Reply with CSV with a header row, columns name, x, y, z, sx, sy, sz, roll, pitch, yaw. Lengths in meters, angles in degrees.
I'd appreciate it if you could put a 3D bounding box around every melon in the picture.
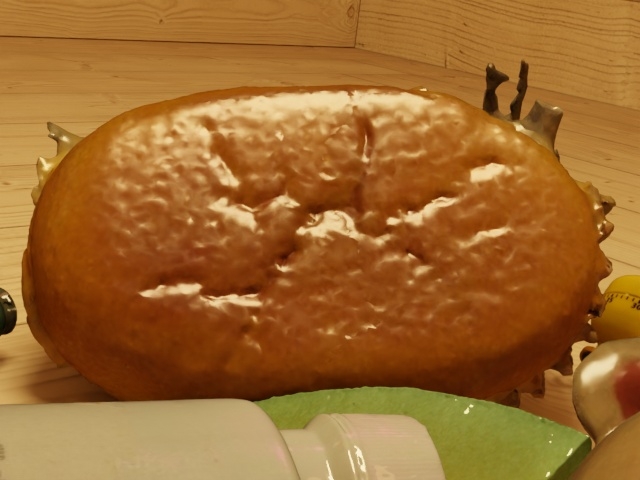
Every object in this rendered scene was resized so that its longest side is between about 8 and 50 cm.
name,x,y,z,sx,sy,sz,roll,pitch,yaw
melon,0.014,0.133,0.610,0.261,0.053,0.114,3,48,28

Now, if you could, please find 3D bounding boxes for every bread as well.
name,x,y,z,sx,sy,sz,roll,pitch,yaw
bread,0.003,0.013,0.747,0.388,0.236,0.183,-6,-5,2

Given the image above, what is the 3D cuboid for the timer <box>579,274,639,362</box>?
name,x,y,z,sx,sy,sz,roll,pitch,yaw
timer,0.267,0.065,0.857,0.107,0.109,0.107,35,-15,11

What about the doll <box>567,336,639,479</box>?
name,x,y,z,sx,sy,sz,roll,pitch,yaw
doll,0.243,0.151,0.415,0.329,0.174,0.235,12,56,0

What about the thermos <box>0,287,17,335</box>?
name,x,y,z,sx,sy,sz,roll,pitch,yaw
thermos,-0.266,0.065,0.698,0.083,0.073,0.187,14,16,28

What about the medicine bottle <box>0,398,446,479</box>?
name,x,y,z,sx,sy,sz,roll,pitch,yaw
medicine bottle,-0.098,0.130,0.470,0.296,0.111,0.161,0,19,-18
